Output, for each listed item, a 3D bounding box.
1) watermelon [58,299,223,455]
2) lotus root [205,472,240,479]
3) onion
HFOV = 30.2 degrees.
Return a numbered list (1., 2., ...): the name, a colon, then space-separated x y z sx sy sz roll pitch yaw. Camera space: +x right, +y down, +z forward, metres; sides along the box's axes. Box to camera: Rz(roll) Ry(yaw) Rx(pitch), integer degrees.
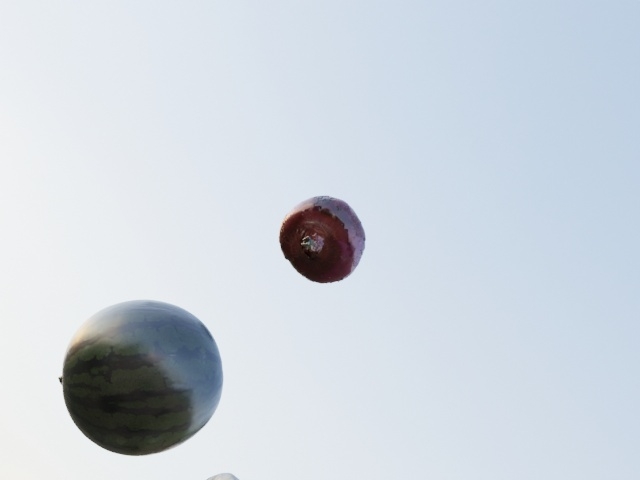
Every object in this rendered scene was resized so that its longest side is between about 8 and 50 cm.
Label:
1. watermelon: -0.233 0.179 1.544 0.212 0.212 0.212 31 -28 19
2. lotus root: -0.035 0.318 0.821 0.193 0.193 0.291 -16 -80 59
3. onion: 0.000 0.000 1.962 0.150 0.150 0.140 40 5 3
